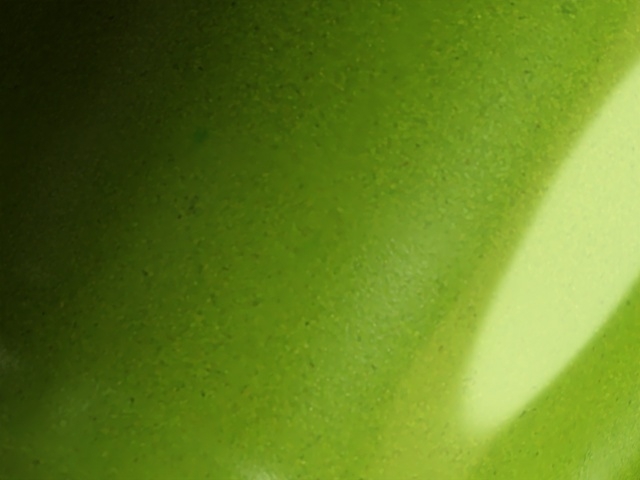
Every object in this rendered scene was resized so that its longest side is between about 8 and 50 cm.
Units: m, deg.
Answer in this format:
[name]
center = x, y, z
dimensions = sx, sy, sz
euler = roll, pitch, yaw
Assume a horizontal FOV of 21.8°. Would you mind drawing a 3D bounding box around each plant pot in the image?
[plant pot]
center = 0.000, 0.000, 0.626
dimensions = 0.353, 0.366, 0.366
euler = -60, 142, -26
